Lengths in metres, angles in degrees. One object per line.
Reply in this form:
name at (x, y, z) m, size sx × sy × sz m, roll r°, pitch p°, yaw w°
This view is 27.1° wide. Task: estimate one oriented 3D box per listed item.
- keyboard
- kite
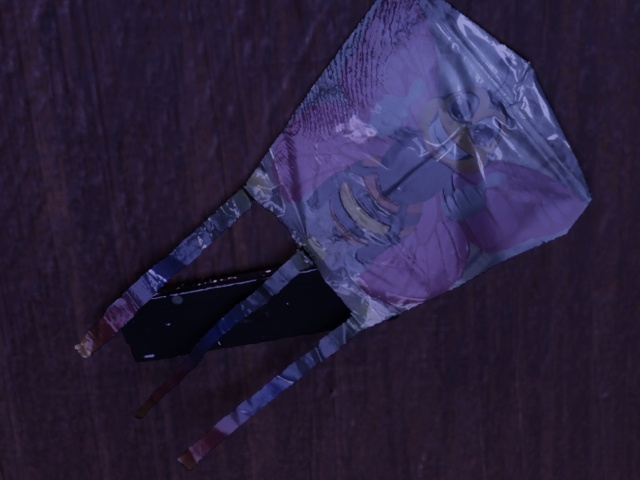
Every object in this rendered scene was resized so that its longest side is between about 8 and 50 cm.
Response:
keyboard at (-0.045, 0.046, 0.932) m, size 0.195 × 0.018 × 0.060 m, roll -10°, pitch 121°, yaw 5°
kite at (0.000, -0.001, 0.892) m, size 0.360 × 0.022 × 0.204 m, roll -38°, pitch 103°, yaw 10°
